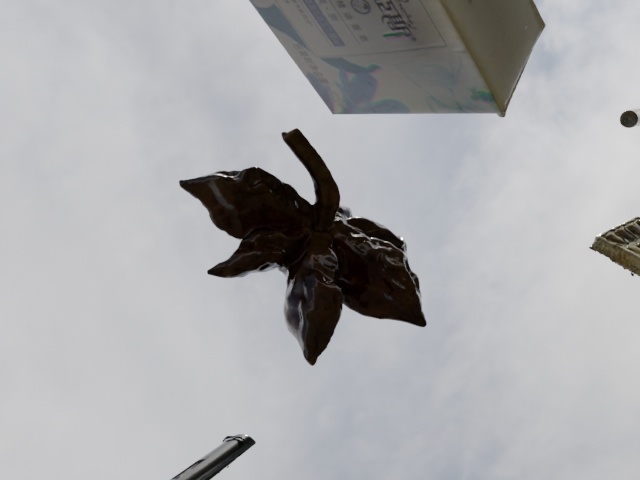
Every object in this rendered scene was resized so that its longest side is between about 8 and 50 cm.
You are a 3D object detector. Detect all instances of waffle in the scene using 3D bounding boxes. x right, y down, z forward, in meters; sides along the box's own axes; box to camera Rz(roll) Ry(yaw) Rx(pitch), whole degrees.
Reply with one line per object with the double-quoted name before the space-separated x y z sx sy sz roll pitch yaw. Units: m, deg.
"waffle" 0.340 0.022 0.892 0.092 0.135 0.021 -18 -50 -39

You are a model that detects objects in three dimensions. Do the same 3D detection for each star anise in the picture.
"star anise" 0.000 0.007 0.747 0.111 0.196 0.212 -40 -34 20

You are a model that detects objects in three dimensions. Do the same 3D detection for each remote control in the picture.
"remote control" -0.081 0.157 0.641 0.091 0.034 0.016 -26 -88 -57

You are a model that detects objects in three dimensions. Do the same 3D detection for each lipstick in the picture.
"lipstick" 0.326 -0.127 0.949 0.094 0.019 0.019 -18 -47 -62

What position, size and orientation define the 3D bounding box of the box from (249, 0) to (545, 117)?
"box" 0.040 -0.236 0.786 0.274 0.203 0.116 50 -121 -39
